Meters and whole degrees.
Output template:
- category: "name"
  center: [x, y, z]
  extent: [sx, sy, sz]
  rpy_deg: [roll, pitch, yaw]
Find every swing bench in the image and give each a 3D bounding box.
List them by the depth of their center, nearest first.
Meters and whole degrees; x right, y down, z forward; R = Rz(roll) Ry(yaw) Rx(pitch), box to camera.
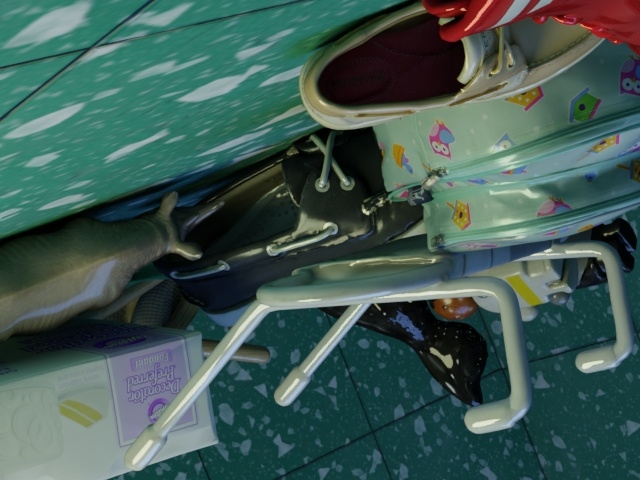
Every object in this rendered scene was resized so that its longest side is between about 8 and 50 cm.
- category: "swing bench"
  center: [-0.238, 0.103, 1.529]
  extent: [0.254, 0.165, 0.253]
  rpy_deg: [-12, 173, -44]

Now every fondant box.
- category: "fondant box"
  center: [-0.273, 0.128, 1.169]
  extent: [0.238, 0.096, 0.330]
  rpy_deg: [-13, -170, -38]

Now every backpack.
- category: "backpack"
  center: [0.127, -0.073, 0.859]
  extent: [0.165, 0.144, 0.188]
  rpy_deg: [-15, 173, -20]

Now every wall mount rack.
- category: "wall mount rack"
  center: [0.038, 0.069, 1.025]
  extent: [0.304, 0.131, 0.350]
  rpy_deg: [-7, -177, 30]

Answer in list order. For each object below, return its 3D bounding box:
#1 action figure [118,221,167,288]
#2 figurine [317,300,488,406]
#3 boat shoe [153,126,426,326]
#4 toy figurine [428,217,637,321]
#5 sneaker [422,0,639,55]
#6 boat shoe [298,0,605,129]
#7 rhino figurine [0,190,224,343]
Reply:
- category: "action figure"
  center: [-0.195, 0.028, 1.244]
  extent: [0.137, 0.064, 0.232]
  rpy_deg: [-20, -178, 10]
- category: "figurine"
  center: [0.100, 0.027, 1.412]
  extent: [0.092, 0.209, 0.215]
  rpy_deg: [-36, -159, 44]
- category: "boat shoe"
  center: [-0.003, -0.030, 1.163]
  extent: [0.302, 0.114, 0.091]
  rpy_deg: [-34, 129, 22]
- category: "toy figurine"
  center: [0.162, -0.035, 1.301]
  extent: [0.148, 0.210, 0.213]
  rpy_deg: [-16, -179, 35]
- category: "sneaker"
  center: [0.098, -0.113, 0.565]
  extent: [0.128, 0.087, 0.221]
  rpy_deg: [-13, 166, 3]
- category: "boat shoe"
  center: [0.071, -0.095, 0.736]
  extent: [0.170, 0.063, 0.059]
  rpy_deg: [-21, -176, 3]
- category: "rhino figurine"
  center: [-0.179, 0.020, 1.083]
  extent: [0.243, 0.073, 0.106]
  rpy_deg: [-23, -179, -17]
